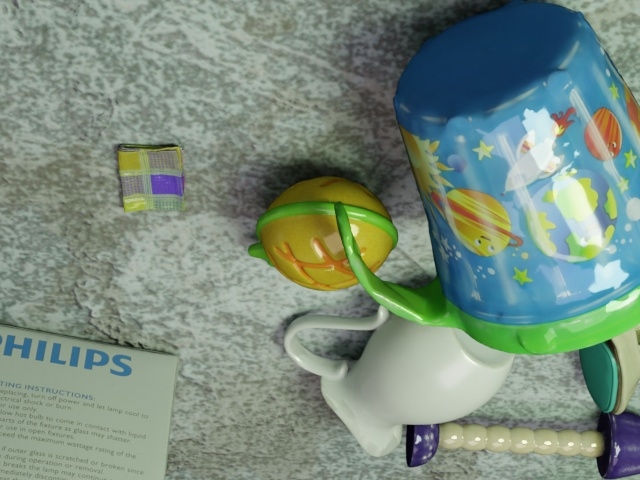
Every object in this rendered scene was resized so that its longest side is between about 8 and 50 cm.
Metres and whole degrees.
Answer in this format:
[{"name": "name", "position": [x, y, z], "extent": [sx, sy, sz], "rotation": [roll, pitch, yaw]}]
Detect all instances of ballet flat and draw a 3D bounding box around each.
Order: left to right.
[{"name": "ballet flat", "position": [0.291, 0.075, 1.497], "extent": [0.086, 0.086, 0.248], "rotation": [-10, 135, 10]}]

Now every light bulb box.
[{"name": "light bulb box", "position": [-0.295, 0.338, 1.552], "extent": [0.225, 0.361, 0.358], "rotation": [12, 135, -11]}]

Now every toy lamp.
[{"name": "toy lamp", "position": [0.231, 0.211, 1.634], "extent": [0.274, 0.080, 0.080], "rotation": [4, 136, -5]}]

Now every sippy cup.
[{"name": "sippy cup", "position": [0.173, -0.064, 1.256], "extent": [0.240, 0.305, 0.224], "rotation": [16, 143, 49]}]

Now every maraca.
[{"name": "maraca", "position": [0.000, 0.000, 1.399], "extent": [0.127, 0.099, 0.186], "rotation": [14, 160, -12]}]

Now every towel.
[{"name": "towel", "position": [-0.153, -0.056, 1.396], "extent": [0.060, 0.009, 0.083], "rotation": [1, 136, -3]}]

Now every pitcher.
[{"name": "pitcher", "position": [0.074, 0.111, 1.507], "extent": [0.178, 0.125, 0.207], "rotation": [38, 137, -15]}]
